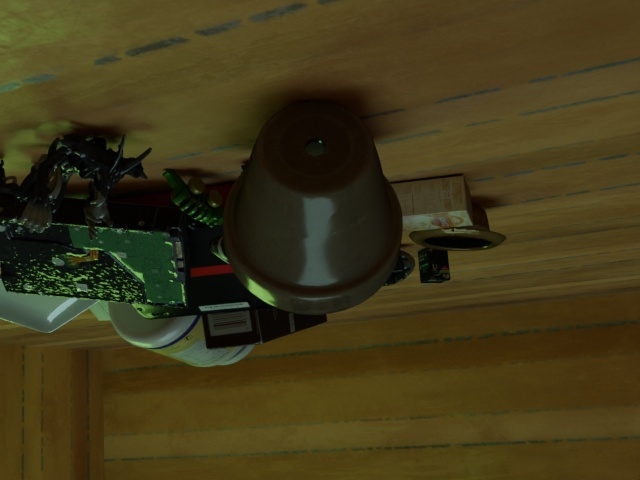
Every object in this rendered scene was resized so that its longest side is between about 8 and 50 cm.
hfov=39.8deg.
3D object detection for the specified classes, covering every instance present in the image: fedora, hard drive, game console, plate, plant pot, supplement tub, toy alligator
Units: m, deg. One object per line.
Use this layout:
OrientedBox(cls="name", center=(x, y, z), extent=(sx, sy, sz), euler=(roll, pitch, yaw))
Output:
OrientedBox(cls="fedora", center=(0.276, -0.030, 1.782), extent=(0.194, 0.079, 0.194), euler=(3, 168, 1))
OrientedBox(cls="hard drive", center=(-0.401, 0.019, 1.550), extent=(0.339, 0.064, 0.237), euler=(5, 143, 1))
OrientedBox(cls="game console", center=(-0.226, 0.031, 1.653), extent=(0.387, 0.060, 0.342), euler=(-6, 144, 15))
OrientedBox(cls="plate", center=(-0.593, 0.093, 1.950), extent=(0.278, 0.045, 0.277), euler=(-33, 151, 13))
OrientedBox(cls="plant pot", center=(-0.010, -0.061, 1.199), extent=(0.263, 0.263, 0.229), euler=(-3, 152, -3))
OrientedBox(cls="supplement tub", center=(-0.298, 0.156, 2.028), extent=(0.241, 0.241, 0.331), euler=(-8, 159, 23))
OrientedBox(cls="toy alligator", center=(-0.185, -0.048, 1.447), extent=(0.056, 0.051, 0.190), euler=(-27, 131, 33))

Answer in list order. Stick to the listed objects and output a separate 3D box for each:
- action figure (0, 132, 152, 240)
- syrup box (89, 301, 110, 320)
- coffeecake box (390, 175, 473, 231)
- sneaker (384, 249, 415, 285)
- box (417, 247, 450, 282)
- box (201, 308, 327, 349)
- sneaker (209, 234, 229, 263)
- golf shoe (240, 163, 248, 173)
OrientedBox(cls="action figure", center=(-0.356, -0.070, 1.247), extent=(0.276, 0.141, 0.164), euler=(-7, 167, 35))
OrientedBox(cls="syrup box", center=(-0.493, 0.135, 2.197), extent=(0.237, 0.096, 0.093), euler=(-8, -148, 50))
OrientedBox(cls="coffeecake box", center=(0.179, -0.062, 1.622), extent=(0.186, 0.068, 0.142), euler=(-6, 169, 14))
OrientedBox(cls="sneaker", center=(0.120, 0.064, 2.238), extent=(0.267, 0.101, 0.106), euler=(-9, -172, 29))
OrientedBox(cls="box", center=(0.287, 0.063, 2.240), extent=(0.062, 0.083, 0.052), euler=(2, 166, -24))
OrientedBox(cls="box", center=(-0.122, 0.121, 1.969), extent=(0.143, 0.191, 0.381), euler=(-9, 179, 20))
OrientedBox(cls="sneaker", center=(-0.115, 0.022, 1.536), extent=(0.178, 0.072, 0.077), euler=(27, 167, -37))
OrientedBox(cls="golf shoe", center=(-0.052, -0.078, 1.453), extent=(0.094, 0.077, 0.198), euler=(-8, 169, 22))
